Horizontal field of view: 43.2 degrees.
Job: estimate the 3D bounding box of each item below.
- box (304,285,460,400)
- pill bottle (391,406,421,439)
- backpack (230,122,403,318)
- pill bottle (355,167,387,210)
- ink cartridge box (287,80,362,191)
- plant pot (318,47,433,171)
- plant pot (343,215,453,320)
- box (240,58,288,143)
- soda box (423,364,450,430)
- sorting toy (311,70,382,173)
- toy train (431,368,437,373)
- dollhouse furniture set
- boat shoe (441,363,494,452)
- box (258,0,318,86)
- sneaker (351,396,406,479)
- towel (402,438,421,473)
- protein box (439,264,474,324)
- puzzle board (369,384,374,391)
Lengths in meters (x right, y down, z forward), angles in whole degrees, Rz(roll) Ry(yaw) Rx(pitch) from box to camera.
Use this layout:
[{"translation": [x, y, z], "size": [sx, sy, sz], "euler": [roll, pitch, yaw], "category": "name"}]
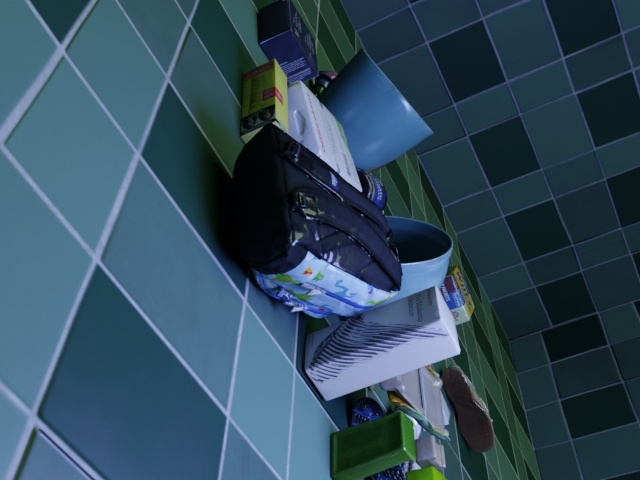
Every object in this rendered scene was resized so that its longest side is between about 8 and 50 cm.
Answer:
[{"translation": [0.111, 0.192, 1.504], "size": [0.094, 0.275, 0.113], "euler": [58, 16, -29], "category": "box"}, {"translation": [0.195, 0.416, 1.847], "size": [0.078, 0.078, 0.137], "euler": [69, 16, -1], "category": "pill bottle"}, {"translation": [0.000, 0.000, 1.482], "size": [0.356, 0.273, 0.290], "euler": [18, 45, -36], "category": "backpack"}, {"translation": [0.105, -0.120, 2.137], "size": [0.219, 0.123, 0.122], "euler": [10, 60, -71], "category": "pill bottle"}, {"translation": [-0.020, -0.215, 1.869], "size": [0.273, 0.115, 0.198], "euler": [33, 39, -64], "category": "ink cartridge box"}, {"translation": [0.116, -0.322, 2.150], "size": [0.293, 0.235, 0.293], "euler": [48, 11, -13], "category": "plant pot"}, {"translation": [0.139, 0.083, 1.793], "size": [0.293, 0.293, 0.196], "euler": [-67, 160, -67], "category": "plant pot"}, {"translation": [-0.117, -0.285, 1.705], "size": [0.058, 0.087, 0.232], "euler": [55, 23, -39], "category": "box"}, {"translation": [0.265, 0.382, 2.115], "size": [0.216, 0.074, 0.069], "euler": [67, 17, -7], "category": "soda box"}, {"translation": [0.072, -0.322, 2.378], "size": [0.365, 0.127, 0.126], "euler": [56, 50, -29], "category": "sorting toy"}, {"translation": [0.340, 0.418, 2.396], "size": [0.017, 0.024, 0.083], "euler": [49, 25, -49], "category": "toy train"}, {"translation": [0.137, 0.353, 1.559], "size": [0.197, 0.151, 0.301], "euler": [49, 26, -32], "category": "dollhouse furniture set"}, {"translation": [0.472, 0.523, 2.543], "size": [0.285, 0.105, 0.089], "euler": [68, 19, 1], "category": "boat shoe"}, {"translation": [-0.082, -0.506, 2.067], "size": [0.158, 0.093, 0.155], "euler": [54, 22, -44], "category": "box"}, {"translation": [0.111, 0.418, 1.617], "size": [0.081, 0.080, 0.211], "euler": [93, -19, -75], "category": "sneaker"}, {"translation": [0.234, 0.583, 1.822], "size": [0.282, 0.049, 0.187], "euler": [-70, 137, -66], "category": "towel"}, {"translation": [0.311, 0.177, 2.284], "size": [0.135, 0.201, 0.200], "euler": [68, 16, -1], "category": "protein box"}, {"translation": [0.092, 0.265, 1.824], "size": [0.128, 0.011, 0.096], "euler": [60, 20, -25], "category": "puzzle board"}]
